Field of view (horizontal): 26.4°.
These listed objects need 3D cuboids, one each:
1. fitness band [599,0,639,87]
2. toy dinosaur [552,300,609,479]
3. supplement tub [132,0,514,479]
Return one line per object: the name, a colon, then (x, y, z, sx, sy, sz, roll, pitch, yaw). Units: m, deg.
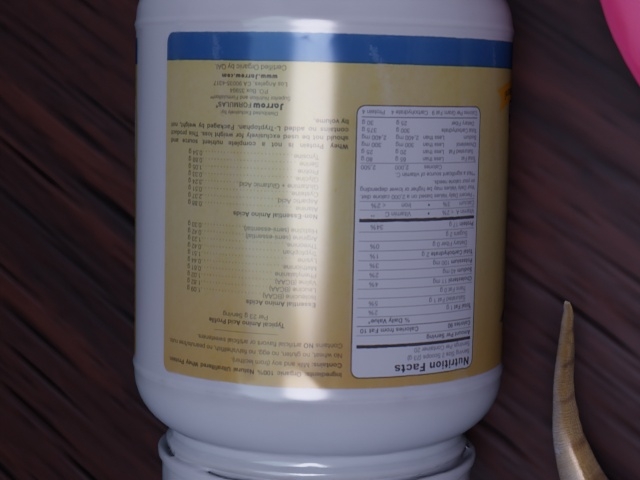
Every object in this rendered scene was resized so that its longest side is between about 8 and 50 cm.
fitness band: (0.234, -0.131, 0.456, 0.291, 0.054, 0.209, -27, 81, 25)
toy dinosaur: (0.131, 0.137, 0.537, 0.211, 0.064, 0.112, 45, 94, 5)
supplement tub: (0.000, 0.000, 0.529, 0.144, 0.144, 0.200, 5, 98, 26)
